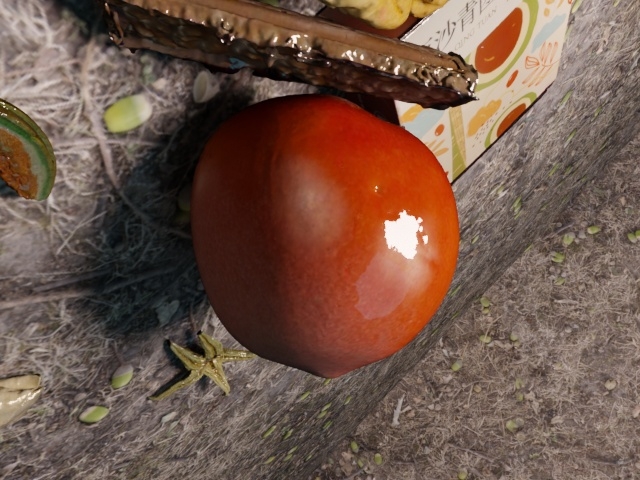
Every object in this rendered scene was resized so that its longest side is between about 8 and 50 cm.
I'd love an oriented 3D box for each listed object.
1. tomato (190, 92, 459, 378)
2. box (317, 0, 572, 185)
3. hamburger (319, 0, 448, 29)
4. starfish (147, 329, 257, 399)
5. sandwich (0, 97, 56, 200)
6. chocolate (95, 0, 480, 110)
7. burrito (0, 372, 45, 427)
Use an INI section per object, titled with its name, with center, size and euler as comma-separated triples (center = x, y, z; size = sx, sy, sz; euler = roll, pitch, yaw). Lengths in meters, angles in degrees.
[tomato]
center = 0.000, 0.000, 0.563
size = 0.321, 0.321, 0.322
euler = -33, 149, -23
[box]
center = 0.208, -0.273, 0.703
size = 0.344, 0.122, 0.385
euler = -44, 151, -4
[hamburger]
center = 0.005, -0.297, 0.362
size = 0.209, 0.162, 0.330
euler = -45, 154, 2
[starfish]
center = -0.207, 0.223, 0.846
size = 0.216, 0.050, 0.224
euler = -30, 136, -16
[sandwich]
center = -0.273, -0.083, 0.393
size = 0.067, 0.029, 0.135
euler = -49, 151, 3
[chocolate]
center = -0.016, -0.172, 0.421
size = 0.328, 0.102, 0.065
euler = 7, 98, -15
[burrito]
center = -0.442, 0.203, 0.497
size = 0.275, 0.059, 0.082
euler = -4, 145, -51
